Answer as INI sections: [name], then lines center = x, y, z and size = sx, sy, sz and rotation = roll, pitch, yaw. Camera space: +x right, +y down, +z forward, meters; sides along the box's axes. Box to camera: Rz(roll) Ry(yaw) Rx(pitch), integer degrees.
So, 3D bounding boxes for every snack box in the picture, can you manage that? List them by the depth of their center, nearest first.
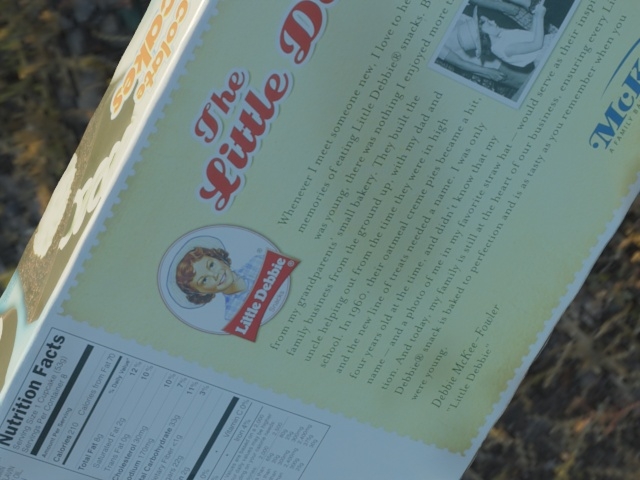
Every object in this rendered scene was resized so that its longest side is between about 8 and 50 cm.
[snack box]
center = 0.000, 0.000, 0.601
size = 0.187, 0.060, 0.322
rotation = 22, 107, -25
